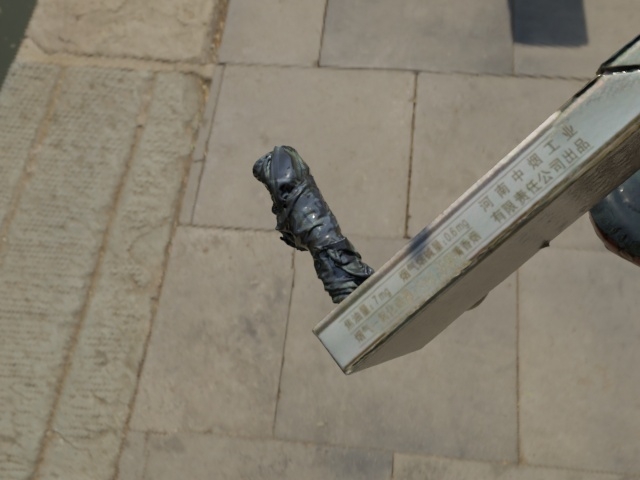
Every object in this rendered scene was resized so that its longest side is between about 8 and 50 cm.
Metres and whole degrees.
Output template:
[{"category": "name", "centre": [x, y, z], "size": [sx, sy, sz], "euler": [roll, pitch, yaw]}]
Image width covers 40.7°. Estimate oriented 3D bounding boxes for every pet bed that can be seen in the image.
[{"category": "pet bed", "centre": [0.405, -0.047, 1.017], "size": [0.201, 0.053, 0.201], "euler": [-1, 61, 2]}]

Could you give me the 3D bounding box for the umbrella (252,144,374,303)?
[{"category": "umbrella", "centre": [-0.001, 0.002, 0.931], "size": [0.071, 0.080, 0.224], "euler": [-38, 69, 12]}]

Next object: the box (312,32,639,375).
[{"category": "box", "centre": [0.152, -0.029, 0.601], "size": [0.325, 0.180, 0.047], "euler": [-43, 74, 16]}]

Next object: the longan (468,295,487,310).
[{"category": "longan", "centre": [0.154, 0.047, 0.987], "size": [0.083, 0.075, 0.075], "euler": [2, 55, 38]}]
